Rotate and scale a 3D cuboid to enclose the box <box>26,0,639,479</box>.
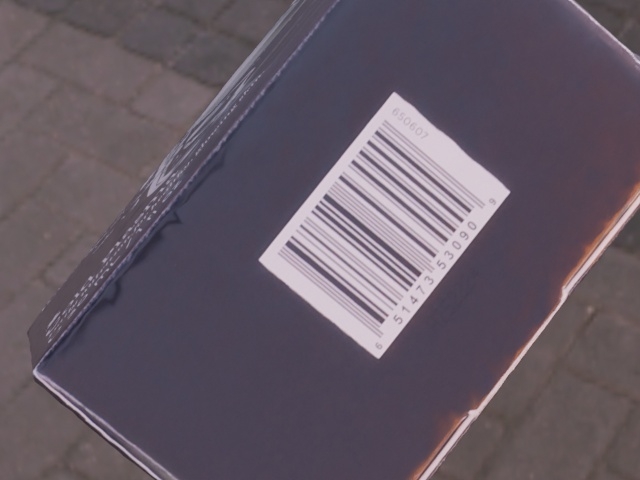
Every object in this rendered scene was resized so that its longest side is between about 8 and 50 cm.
[{"bbox_3d":[0.000,0.000,1.340,0.297,0.472,0.480,40,83,-8],"label":"box"}]
